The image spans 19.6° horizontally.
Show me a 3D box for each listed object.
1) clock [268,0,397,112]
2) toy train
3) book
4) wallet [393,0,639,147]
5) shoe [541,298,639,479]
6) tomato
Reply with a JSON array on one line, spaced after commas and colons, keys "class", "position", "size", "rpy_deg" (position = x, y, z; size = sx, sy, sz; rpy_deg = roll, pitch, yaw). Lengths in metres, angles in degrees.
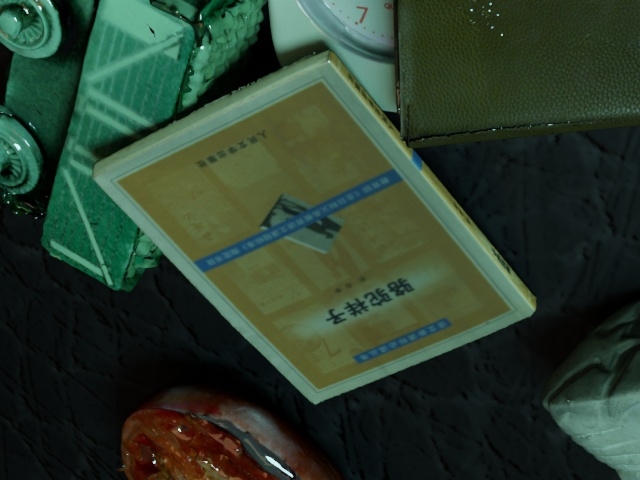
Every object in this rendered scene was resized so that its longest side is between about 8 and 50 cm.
[{"class": "clock", "position": [0.045, -0.162, 1.021], "size": [0.151, 0.062, 0.191], "rpy_deg": [10, 127, 23]}, {"class": "toy train", "position": [-0.136, -0.095, 1.136], "size": [0.154, 0.115, 0.269], "rpy_deg": [30, 132, 9]}, {"class": "book", "position": [0.000, 0.001, 1.119], "size": [0.170, 0.018, 0.241], "rpy_deg": [-24, 130, 23]}, {"class": "wallet", "position": [0.138, -0.105, 0.977], "size": [0.198, 0.031, 0.110], "rpy_deg": [-5, 125, -1]}, {"class": "shoe", "position": [0.313, 0.114, 1.044], "size": [0.342, 0.132, 0.210], "rpy_deg": [-15, 119, 40]}, {"class": "tomato", "position": [-0.049, 0.159, 1.301], "size": [0.166, 0.082, 0.174], "rpy_deg": [-1, 127, 34]}]
